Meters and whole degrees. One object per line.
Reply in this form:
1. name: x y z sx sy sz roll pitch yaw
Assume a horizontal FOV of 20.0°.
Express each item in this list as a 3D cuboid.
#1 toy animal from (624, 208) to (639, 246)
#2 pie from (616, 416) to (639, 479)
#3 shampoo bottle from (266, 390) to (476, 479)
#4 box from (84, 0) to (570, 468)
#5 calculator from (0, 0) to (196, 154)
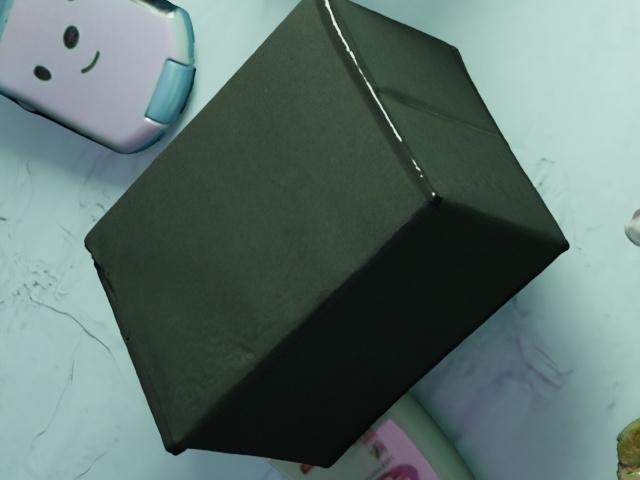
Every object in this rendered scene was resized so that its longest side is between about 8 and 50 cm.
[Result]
1. toy animal: 0.394 0.043 1.409 0.289 0.249 0.174 52 132 0
2. pie: 0.298 0.195 1.602 0.084 0.020 0.084 5 100 29
3. shampoo bottle: 0.089 0.262 1.692 0.153 0.071 0.284 -46 73 24
4. box: -0.001 0.000 1.592 0.345 0.204 0.251 -44 54 25
5. calculator: -0.257 -0.205 1.819 0.293 0.051 0.173 27 109 14
